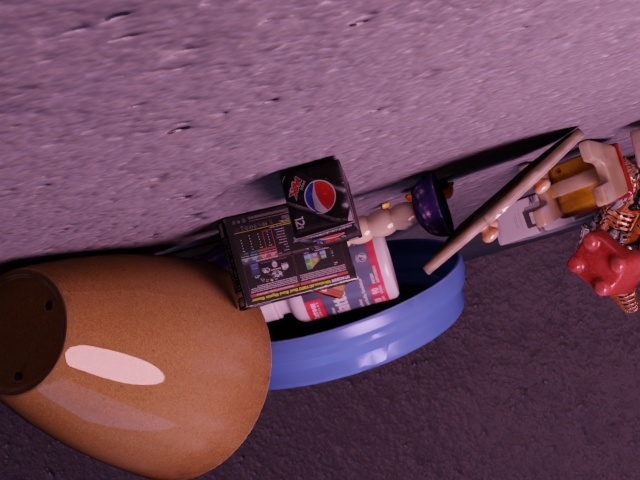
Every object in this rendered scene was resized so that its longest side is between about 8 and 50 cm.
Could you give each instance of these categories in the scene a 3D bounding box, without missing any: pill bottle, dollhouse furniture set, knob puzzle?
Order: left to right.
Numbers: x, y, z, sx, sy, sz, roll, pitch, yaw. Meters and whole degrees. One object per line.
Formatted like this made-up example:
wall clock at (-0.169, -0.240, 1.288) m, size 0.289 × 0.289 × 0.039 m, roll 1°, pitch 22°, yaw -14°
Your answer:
pill bottle at (0.001, 0.045, 1.614) m, size 0.180 × 0.108 × 0.108 m, roll -16°, pitch 175°, yaw 5°
knob puzzle at (0.204, -0.043, 1.317) m, size 0.213 × 0.030 × 0.213 m, roll -42°, pitch 179°, yaw -1°
dollhouse furniture set at (0.434, -0.048, 1.398) m, size 0.374 × 0.201 × 0.152 m, roll -21°, pitch 172°, yaw 41°

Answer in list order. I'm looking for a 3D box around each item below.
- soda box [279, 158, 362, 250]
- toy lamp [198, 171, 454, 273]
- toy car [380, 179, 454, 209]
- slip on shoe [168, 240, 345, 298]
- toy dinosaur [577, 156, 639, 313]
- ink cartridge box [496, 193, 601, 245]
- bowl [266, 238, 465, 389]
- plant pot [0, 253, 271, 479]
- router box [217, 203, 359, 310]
soda box at (0.003, -0.029, 1.125) m, size 0.053 × 0.060 × 0.169 m, roll -14°, pitch 175°, yaw 2°
toy lamp at (0.000, 0.000, 1.349) m, size 0.275 × 0.080 × 0.080 m, roll -19°, pitch 174°, yaw 13°
toy car at (0.115, -0.037, 1.461) m, size 0.060 × 0.040 × 0.122 m, roll -14°, pitch 174°, yaw -18°
slip on shoe at (-0.125, 0.059, 1.459) m, size 0.331 × 0.101 × 0.123 m, roll -14°, pitch 176°, yaw -4°
toy dinosaur at (0.462, -0.014, 1.851) m, size 0.218 × 0.164 × 0.322 m, roll -24°, pitch 161°, yaw -13°
ink cartridge box at (0.366, -0.048, 1.944) m, size 0.180 × 0.060 × 0.104 m, roll -20°, pitch 172°, yaw 42°
bowl at (0.017, 0.100, 1.768) m, size 0.391 × 0.077 × 0.391 m, roll -16°, pitch -167°, yaw 4°
plant pot at (-0.210, 0.108, 1.231) m, size 0.237 × 0.237 × 0.254 m, roll -18°, pitch 160°, yaw 23°
router box at (-0.033, 0.012, 1.271) m, size 0.123 × 0.092 × 0.038 m, roll -13°, pitch 174°, yaw -17°
